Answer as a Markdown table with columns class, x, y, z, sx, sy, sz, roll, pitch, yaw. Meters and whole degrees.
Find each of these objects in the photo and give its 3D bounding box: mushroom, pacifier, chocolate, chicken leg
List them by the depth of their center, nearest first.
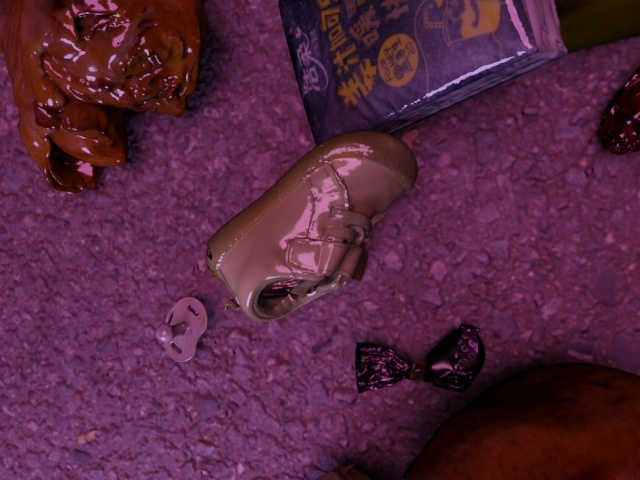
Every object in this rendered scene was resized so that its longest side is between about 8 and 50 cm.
| class | x | y | z | sx | sy | sz | roll | pitch | yaw |
| --- | --- | --- | --- | --- | --- | --- | --- | --- | --- |
| mushroom | 0.217 | 0.269 | 0.424 | 0.346 | 0.260 | 0.345 | -8 | 107 | -26 |
| chicken leg | 0.374 | -0.164 | 0.490 | 0.205 | 0.053 | 0.093 | -52 | 39 | 10 |
| chocolate | 0.112 | 0.141 | 0.552 | 0.147 | 0.070 | 0.072 | -10 | 95 | 15 |
| chicken leg | -0.327 | -0.210 | 0.580 | 0.410 | 0.182 | 0.294 | 18 | 111 | 16 |
| pacifier | -0.179 | 0.108 | 0.602 | 0.068 | 0.064 | 0.083 | 29 | 97 | 25 |

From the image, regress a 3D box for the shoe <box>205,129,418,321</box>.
| class | x | y | z | sx | sy | sz | roll | pitch | yaw |
| --- | --- | --- | --- | --- | --- | --- | --- | --- | --- |
| shoe | -0.003 | -0.006 | 0.536 | 0.262 | 0.140 | 0.128 | -30 | 77 | 15 |

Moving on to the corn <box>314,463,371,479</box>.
| class | x | y | z | sx | sy | sz | roll | pitch | yaw |
| --- | --- | --- | --- | --- | --- | --- | --- | --- | --- |
| corn | 0.050 | 0.445 | 0.540 | 0.144 | 0.144 | 0.386 | -11 | 94 | 10 |

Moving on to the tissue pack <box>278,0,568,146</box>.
| class | x | y | z | sx | sy | sz | roll | pitch | yaw |
| --- | --- | --- | --- | --- | --- | --- | --- | --- | --- |
| tissue pack | 0.073 | -0.208 | 0.464 | 0.257 | 0.081 | 0.185 | -15 | 89 | 50 |

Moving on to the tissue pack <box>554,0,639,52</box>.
| class | x | y | z | sx | sy | sz | roll | pitch | yaw |
| --- | --- | --- | --- | --- | --- | --- | --- | --- | --- |
| tissue pack | 0.317 | -0.288 | 0.429 | 0.275 | 0.200 | 0.167 | -12 | 89 | 10 |
